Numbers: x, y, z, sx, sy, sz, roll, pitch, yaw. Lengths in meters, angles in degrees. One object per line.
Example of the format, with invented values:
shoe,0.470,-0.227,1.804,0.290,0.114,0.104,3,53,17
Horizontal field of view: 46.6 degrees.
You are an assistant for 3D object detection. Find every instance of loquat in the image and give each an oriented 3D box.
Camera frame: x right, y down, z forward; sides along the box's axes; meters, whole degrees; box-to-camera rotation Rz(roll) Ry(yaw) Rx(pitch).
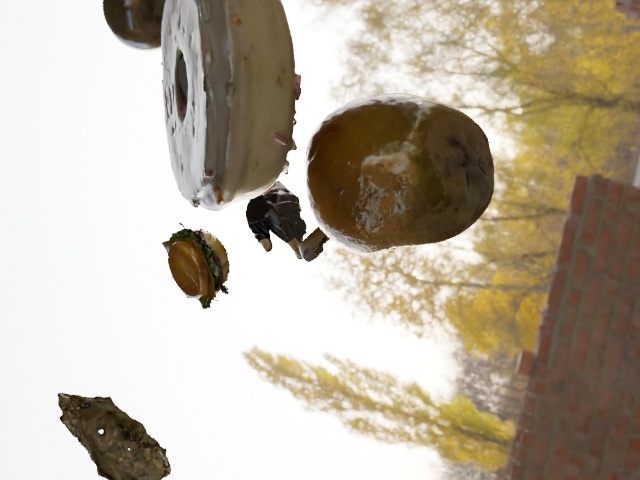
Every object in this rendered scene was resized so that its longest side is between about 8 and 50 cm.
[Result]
loquat,0.120,-0.108,1.169,0.276,0.284,0.276,10,-104,-47

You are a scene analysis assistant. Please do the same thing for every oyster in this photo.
oyster,-0.202,0.199,0.732,0.086,0.132,0.029,-9,-25,-50

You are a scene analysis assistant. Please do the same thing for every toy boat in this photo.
toy boat,0.000,0.000,1.611,0.047,0.049,0.149,-26,-10,-40

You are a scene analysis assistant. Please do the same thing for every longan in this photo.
longan,-0.358,-0.494,1.575,0.159,0.204,0.185,-87,-7,-57

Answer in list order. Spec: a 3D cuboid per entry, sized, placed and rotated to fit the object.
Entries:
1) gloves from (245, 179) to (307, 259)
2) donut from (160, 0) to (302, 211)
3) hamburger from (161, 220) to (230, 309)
gloves,-0.094,-0.041,1.827,0.164,0.203,0.124,-33,-32,-24
donut,-0.138,-0.229,1.089,0.382,0.142,0.383,176,90,-68
hamburger,-0.257,0.053,1.601,0.093,0.164,0.189,-25,-63,-39
